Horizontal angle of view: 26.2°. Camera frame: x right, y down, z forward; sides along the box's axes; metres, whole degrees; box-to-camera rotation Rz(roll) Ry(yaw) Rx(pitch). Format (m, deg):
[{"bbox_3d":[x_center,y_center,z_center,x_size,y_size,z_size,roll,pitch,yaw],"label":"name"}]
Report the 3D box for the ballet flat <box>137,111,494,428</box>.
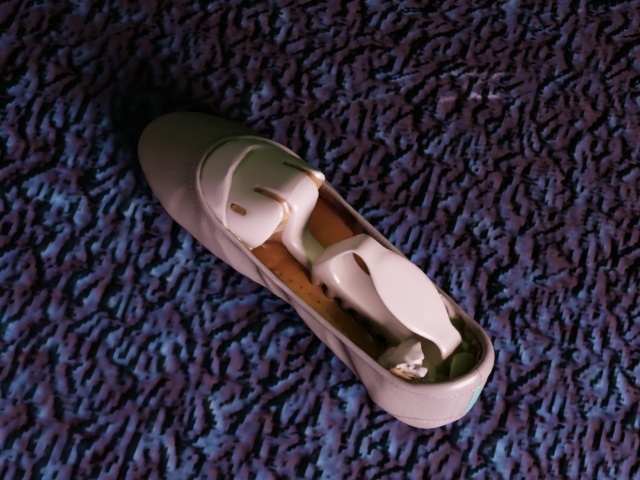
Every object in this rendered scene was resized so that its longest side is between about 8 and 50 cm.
[{"bbox_3d":[0.000,0.000,0.659,0.213,0.068,0.072,43,63,9],"label":"ballet flat"}]
